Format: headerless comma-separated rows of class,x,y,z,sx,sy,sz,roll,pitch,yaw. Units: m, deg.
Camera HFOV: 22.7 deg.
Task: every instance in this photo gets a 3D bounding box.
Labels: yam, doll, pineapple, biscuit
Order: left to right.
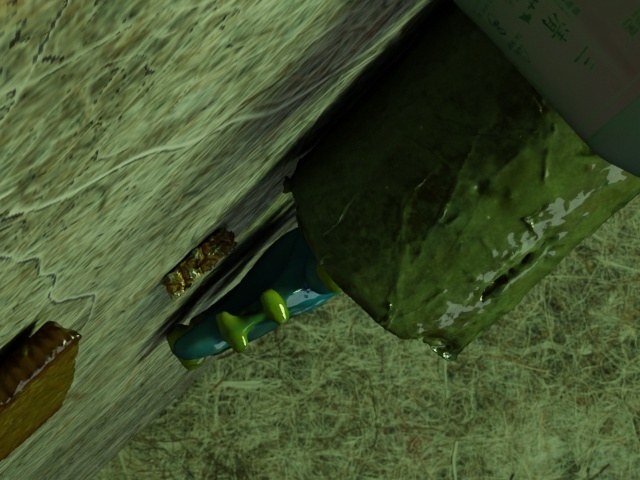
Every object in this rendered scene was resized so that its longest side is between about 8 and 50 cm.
biscuit,-0.187,0.103,0.903,0.126,0.025,0.206,-44,176,-20
pineapple,-0.082,0.012,1.153,0.045,0.019,0.083,-39,-179,36
doll,0.000,0.000,1.474,0.341,0.099,0.346,-34,-178,-19
yam,0.136,-0.080,1.136,0.300,0.195,0.195,-44,177,18

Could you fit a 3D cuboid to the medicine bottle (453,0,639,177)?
medicine bottle,0.240,-0.133,0.874,0.245,0.290,0.245,-44,177,-3
